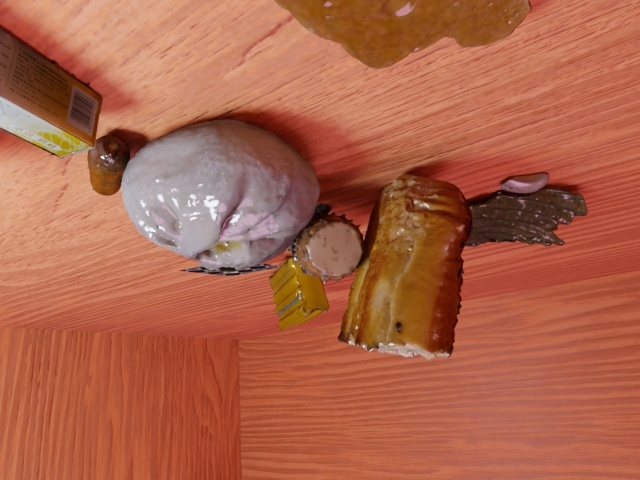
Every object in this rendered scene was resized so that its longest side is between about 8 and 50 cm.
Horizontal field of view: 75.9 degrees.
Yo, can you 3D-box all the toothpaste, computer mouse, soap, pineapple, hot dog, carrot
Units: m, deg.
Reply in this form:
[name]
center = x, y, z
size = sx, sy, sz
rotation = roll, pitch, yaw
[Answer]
[toothpaste]
center = -0.382, -0.195, 0.425
size = 0.071, 0.089, 0.313
rotation = -7, 162, 20
[computer mouse]
center = 0.463, -0.124, 0.931
size = 0.110, 0.032, 0.056
rotation = -6, 160, 1
[soap]
center = -0.084, 0.185, 1.423
size = 0.096, 0.204, 0.324
rotation = -9, 165, -23
[pineapple]
center = 0.000, 0.000, 0.938
size = 0.141, 0.170, 0.310
rotation = 18, 179, -14
[hot dog]
center = 0.175, 0.053, 0.855
size = 0.196, 0.365, 0.367
rotation = 13, 168, -7
[carrot]
center = -0.361, -0.121, 0.693
size = 0.060, 0.060, 0.186
rotation = 7, 163, -31

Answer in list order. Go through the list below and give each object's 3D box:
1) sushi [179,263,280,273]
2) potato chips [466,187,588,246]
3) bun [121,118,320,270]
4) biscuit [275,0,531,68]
[sushi]
center = -0.273, 0.064, 1.261
size = 0.231, 0.047, 0.219
rotation = -12, 165, 31
[potato chips]
center = 0.482, -0.023, 1.133
size = 0.389, 0.097, 0.373
rotation = -8, 159, 5
[bun]
center = -0.164, -0.052, 0.731
size = 0.354, 0.194, 0.354
rotation = -4, 160, -1
[biscuit]
center = 0.084, -0.282, 0.354
size = 0.376, 0.051, 0.269
rotation = 12, 152, -43
